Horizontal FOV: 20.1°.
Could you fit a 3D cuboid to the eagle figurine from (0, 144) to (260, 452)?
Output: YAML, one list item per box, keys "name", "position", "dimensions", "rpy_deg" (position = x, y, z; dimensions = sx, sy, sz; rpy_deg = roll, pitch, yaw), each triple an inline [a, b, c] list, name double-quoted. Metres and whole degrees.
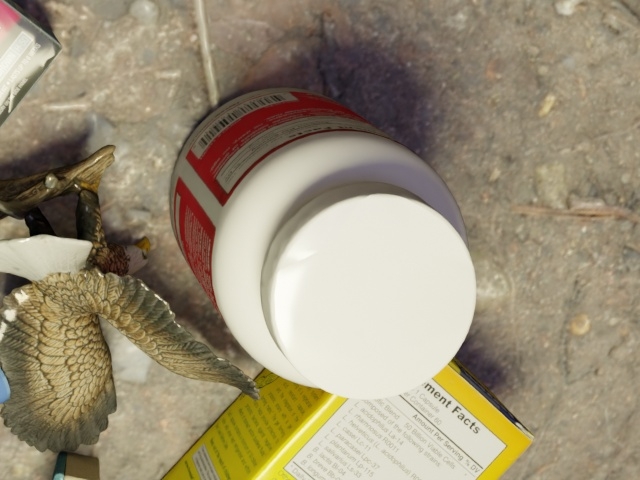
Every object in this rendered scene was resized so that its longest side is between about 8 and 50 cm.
- name: "eagle figurine"
  position: [-0.208, 0.066, 1.726]
  dimensions: [0.225, 0.226, 0.298]
  rpy_deg: [-25, 103, -28]

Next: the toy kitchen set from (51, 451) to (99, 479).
- name: "toy kitchen set"
  position: [-0.320, 0.309, 1.782]
  dimensions: [0.166, 0.122, 0.207]
  rpy_deg: [13, 92, -8]

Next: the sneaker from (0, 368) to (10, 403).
- name: "sneaker"
  position: [-0.399, 0.093, 1.690]
  dimensions: [0.232, 0.081, 0.090]
  rpy_deg: [41, 53, 11]

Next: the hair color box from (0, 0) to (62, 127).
- name: "hair color box"
  position: [-0.440, -0.224, 1.637]
  dimensions: [0.374, 0.113, 0.185]
  rpy_deg: [38, 93, -18]

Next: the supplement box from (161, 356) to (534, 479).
- name: "supplement box"
  position: [0.004, 0.239, 1.810]
  dimensions: [0.194, 0.195, 0.356]
  rpy_deg: [43, 92, -19]

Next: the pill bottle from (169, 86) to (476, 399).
- name: "pill bottle"
  position: [0.000, 0.000, 1.639]
  dimensions: [0.229, 0.408, 0.229]
  rpy_deg: [-3, 104, -12]
